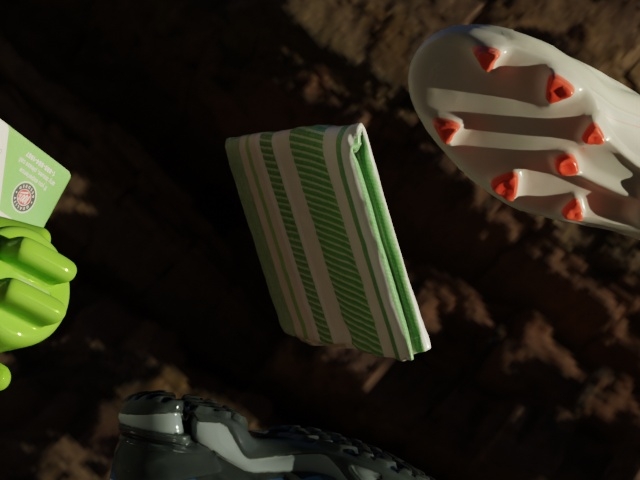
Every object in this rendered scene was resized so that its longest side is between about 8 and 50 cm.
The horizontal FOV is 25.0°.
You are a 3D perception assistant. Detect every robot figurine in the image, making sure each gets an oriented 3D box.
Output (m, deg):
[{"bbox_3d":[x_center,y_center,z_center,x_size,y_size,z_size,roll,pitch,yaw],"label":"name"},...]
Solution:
[{"bbox_3d":[-0.185,0.030,0.793,0.115,0.101,0.067,-15,-34,42],"label":"robot figurine"}]

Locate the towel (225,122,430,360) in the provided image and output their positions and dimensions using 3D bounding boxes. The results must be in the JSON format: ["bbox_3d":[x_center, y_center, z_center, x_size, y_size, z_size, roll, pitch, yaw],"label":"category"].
[{"bbox_3d":[0.000,0.000,1.500,0.325,0.038,0.248,1,-70,67],"label":"towel"}]

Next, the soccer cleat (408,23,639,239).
[{"bbox_3d":[0.126,-0.037,0.620,0.196,0.076,0.068,25,-66,-6],"label":"soccer cleat"}]

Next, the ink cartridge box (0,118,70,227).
[{"bbox_3d":[-0.343,0.014,1.127,0.115,0.273,0.198,21,-11,27],"label":"ink cartridge box"}]

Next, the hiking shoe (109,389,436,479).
[{"bbox_3d":[-0.029,0.216,1.171,0.304,0.132,0.113,17,-2,-6],"label":"hiking shoe"}]
